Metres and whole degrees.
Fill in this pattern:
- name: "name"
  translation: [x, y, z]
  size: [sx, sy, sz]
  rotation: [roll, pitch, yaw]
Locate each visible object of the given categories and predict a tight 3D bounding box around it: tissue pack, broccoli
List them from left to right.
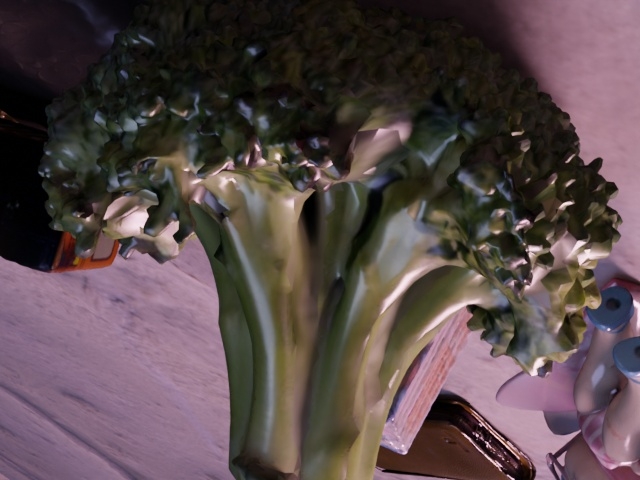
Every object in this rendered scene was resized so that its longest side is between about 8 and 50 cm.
- name: "broccoli"
  translation: [0.011, -0.016, 0.751]
  size: [0.288, 0.235, 0.259]
  rotation: [15, 128, 44]
- name: "tissue pack"
  translation: [0.034, 0.043, 0.910]
  size: [0.116, 0.155, 0.065]
  rotation: [18, 155, 27]

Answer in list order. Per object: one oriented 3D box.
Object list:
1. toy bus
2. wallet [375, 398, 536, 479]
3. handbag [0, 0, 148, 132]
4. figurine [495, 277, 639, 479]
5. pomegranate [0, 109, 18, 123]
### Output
- name: "toy bus"
  translation: [-0.318, -0.069, 1.015]
  size: [0.409, 0.093, 0.092]
  rotation: [18, -171, 26]
- name: "wallet"
  translation: [0.089, 0.175, 1.273]
  size: [0.110, 0.031, 0.198]
  rotation: [44, 154, -25]
- name: "handbag"
  translation: [-0.189, -0.139, 0.918]
  size: [0.223, 0.080, 0.247]
  rotation: [44, 155, -28]
- name: "figurine"
  translation: [0.213, 0.130, 0.910]
  size: [0.205, 0.103, 0.260]
  rotation: [48, 164, 34]
- name: "pomegranate"
  translation: [-0.289, -0.062, 1.132]
  size: [0.169, 0.148, 0.148]
  rotation: [12, 151, 29]
